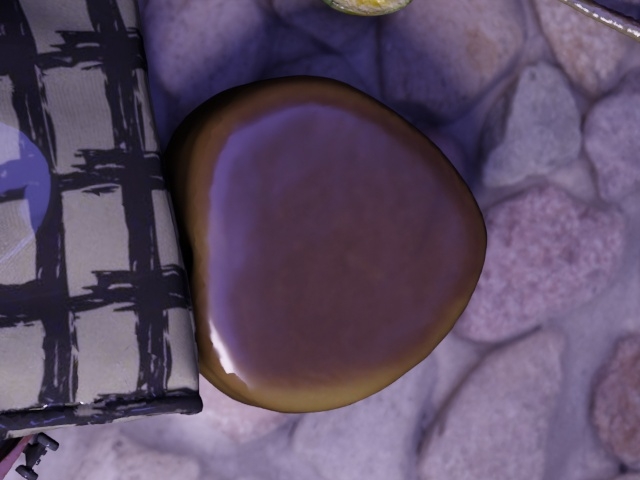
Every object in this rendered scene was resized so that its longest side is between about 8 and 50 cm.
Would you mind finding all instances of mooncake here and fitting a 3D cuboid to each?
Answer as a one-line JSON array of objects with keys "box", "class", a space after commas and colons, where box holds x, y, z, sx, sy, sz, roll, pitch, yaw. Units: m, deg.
[{"box": [0.000, 0.000, 1.283, 0.234, 0.117, 0.235, 0, 90, -21], "class": "mooncake"}]

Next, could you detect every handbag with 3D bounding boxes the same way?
[{"box": [-0.257, -0.020, 1.141, 0.327, 0.162, 0.325, -7, 85, -34], "class": "handbag"}]

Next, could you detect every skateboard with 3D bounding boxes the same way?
[{"box": [-0.241, 0.159, 1.237, 0.080, 0.067, 0.151, 35, 73, -5], "class": "skateboard"}]

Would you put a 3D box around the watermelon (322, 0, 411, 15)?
[{"box": [0.025, -0.211, 1.322, 0.105, 0.062, 0.106, 3, 83, -24], "class": "watermelon"}]

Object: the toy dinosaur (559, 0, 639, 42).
[{"box": [0.318, -0.148, 1.430, 0.251, 0.072, 0.200, -21, 86, -6], "class": "toy dinosaur"}]
